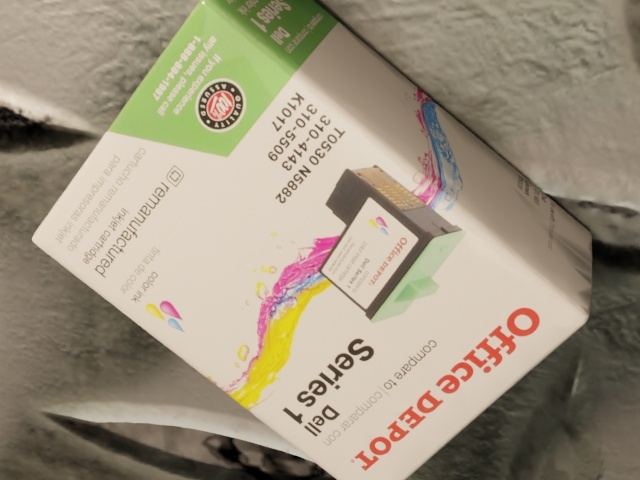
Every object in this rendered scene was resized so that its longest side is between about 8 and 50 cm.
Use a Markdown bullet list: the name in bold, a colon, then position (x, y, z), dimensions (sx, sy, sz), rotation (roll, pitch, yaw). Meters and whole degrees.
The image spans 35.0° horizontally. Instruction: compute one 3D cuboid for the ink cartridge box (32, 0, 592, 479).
- **ink cartridge box**: position (0.000, 0.000, 0.632), dimensions (0.278, 0.117, 0.201), rotation (39, 118, -6)
